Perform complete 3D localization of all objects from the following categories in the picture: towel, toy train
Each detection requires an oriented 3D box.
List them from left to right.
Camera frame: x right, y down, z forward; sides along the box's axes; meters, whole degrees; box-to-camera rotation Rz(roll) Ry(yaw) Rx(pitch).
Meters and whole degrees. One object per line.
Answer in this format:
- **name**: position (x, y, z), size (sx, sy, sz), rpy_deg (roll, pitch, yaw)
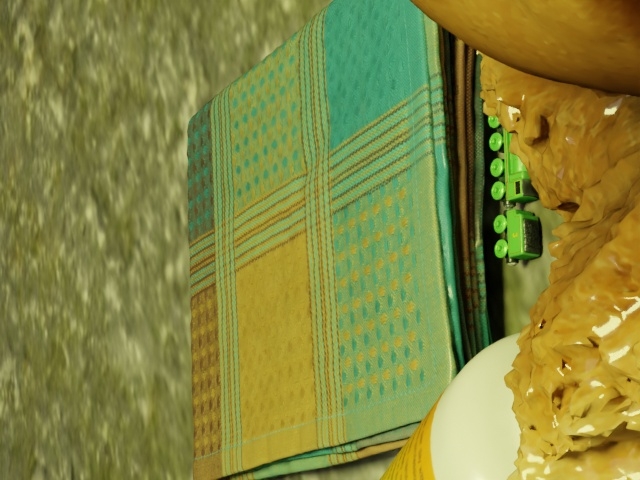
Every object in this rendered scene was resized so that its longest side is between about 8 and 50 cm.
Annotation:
- **towel**: position (0.000, 0.000, 1.065), size (0.370, 0.040, 0.272), rpy_deg (152, 120, -62)
- **toy train**: position (0.097, -0.029, 0.890), size (0.023, 0.017, 0.083), rpy_deg (-17, 71, 52)

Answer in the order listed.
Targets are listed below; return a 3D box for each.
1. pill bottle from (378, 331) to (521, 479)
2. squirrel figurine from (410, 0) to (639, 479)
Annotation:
- **pill bottle**: position (0.091, 0.123, 0.740), size (0.246, 0.136, 0.136), rpy_deg (-59, 36, 43)
- **squirrel figurine**: position (0.147, -0.078, 0.489), size (0.370, 0.281, 0.397), rpy_deg (-127, 17, -52)
